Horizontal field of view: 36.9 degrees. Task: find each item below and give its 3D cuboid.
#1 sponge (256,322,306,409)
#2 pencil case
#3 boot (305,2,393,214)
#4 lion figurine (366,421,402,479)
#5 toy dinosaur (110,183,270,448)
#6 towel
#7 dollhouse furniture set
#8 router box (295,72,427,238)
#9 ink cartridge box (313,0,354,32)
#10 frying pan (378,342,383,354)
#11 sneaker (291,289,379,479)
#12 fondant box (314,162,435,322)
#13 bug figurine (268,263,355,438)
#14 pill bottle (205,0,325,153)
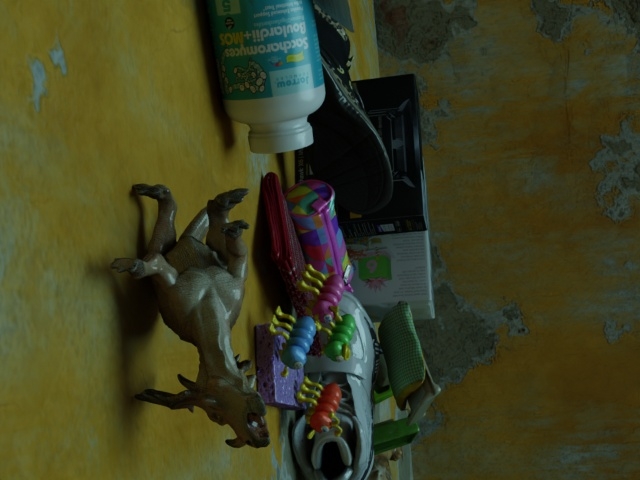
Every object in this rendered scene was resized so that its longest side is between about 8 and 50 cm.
[{"bbox_3d":[-0.060,0.200,1.491,0.210,0.031,0.117,51,35,-73],"label":"sponge"},{"bbox_3d":[0.000,0.000,1.733,0.236,0.104,0.104,71,17,-45],"label":"pencil case"},{"bbox_3d":[0.020,-0.258,1.751,0.377,0.138,0.284,54,21,-25],"label":"boot"},{"bbox_3d":[0.083,0.382,2.017,0.240,0.142,0.392,25,46,-70],"label":"lion figurine"},{"bbox_3d":[-0.126,0.062,0.956,0.296,0.127,0.200,-103,-171,-60],"label":"toy dinosaur"},{"bbox_3d":[-0.046,0.043,1.580,0.275,0.031,0.199,73,5,-47],"label":"towel"},{"bbox_3d":[0.099,0.272,1.813,0.301,0.151,0.197,103,-29,-61],"label":"dollhouse furniture set"},{"bbox_3d":[0.075,-0.160,1.855,0.081,0.243,0.309,63,24,-65],"label":"router box"},{"bbox_3d":[-0.040,-0.511,1.322,0.385,0.091,0.308,52,-15,39],"label":"ink cartridge box"},{"bbox_3d":[0.086,0.180,2.053,0.326,0.053,0.197,45,20,-53],"label":"frying pan"},{"bbox_3d":[0.030,0.267,1.658,0.210,0.137,0.366,13,75,-83],"label":"sneaker"},{"bbox_3d":[0.098,-0.002,1.909,0.096,0.238,0.330,71,17,-59],"label":"fondant box"},{"bbox_3d":[0.001,0.169,1.479,0.279,0.072,0.216,71,31,-49],"label":"bug figurine"},{"bbox_3d":[-0.073,-0.258,1.323,0.146,0.146,0.264,-66,149,-71],"label":"pill bottle"}]
